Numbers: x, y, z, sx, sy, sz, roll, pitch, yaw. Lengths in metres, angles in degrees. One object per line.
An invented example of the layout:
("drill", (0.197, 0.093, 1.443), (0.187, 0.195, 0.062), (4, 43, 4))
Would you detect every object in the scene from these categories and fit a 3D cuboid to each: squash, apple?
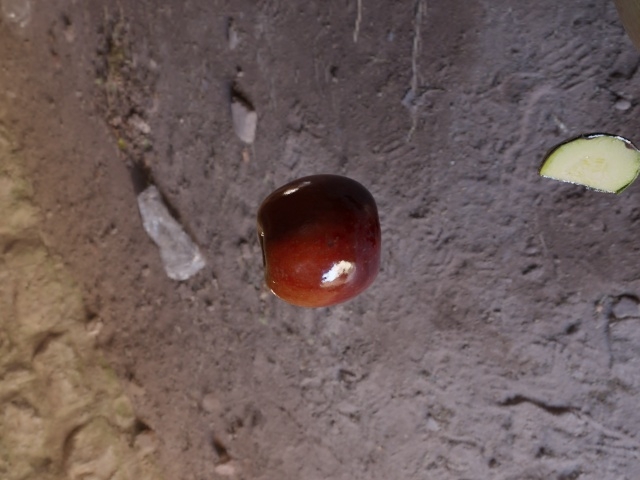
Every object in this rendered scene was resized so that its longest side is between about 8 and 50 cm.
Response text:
("squash", (0.560, -0.188, 1.529), (0.184, 0.192, 0.085), (104, 179, -62))
("apple", (0.000, 0.000, 1.233), (0.218, 0.201, 0.218), (173, 90, -83))

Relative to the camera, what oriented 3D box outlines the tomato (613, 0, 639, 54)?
("tomato", (0.247, -0.147, 0.330), (0.222, 0.270, 0.270), (-49, 51, -4))
